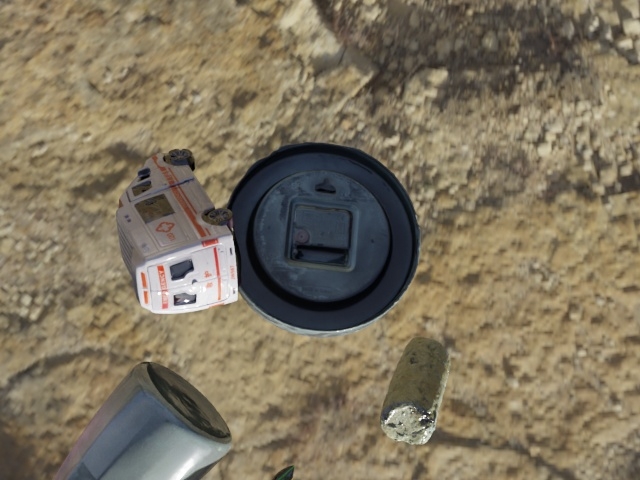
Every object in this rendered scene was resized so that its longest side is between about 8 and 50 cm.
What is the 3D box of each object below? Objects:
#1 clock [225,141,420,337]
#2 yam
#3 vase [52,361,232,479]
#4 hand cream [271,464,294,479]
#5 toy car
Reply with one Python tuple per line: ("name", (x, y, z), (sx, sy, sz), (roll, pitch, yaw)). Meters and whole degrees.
("clock", (0.000, 0.000, 1.345), (0.226, 0.226, 0.049), (20, 160, 0))
("yam", (0.133, 0.203, 1.635), (0.078, 0.179, 0.078), (8, 119, 14))
("vase", (-0.160, 0.187, 0.817), (0.086, 0.086, 0.214), (41, 96, -11))
("hand cream", (-0.045, 0.280, 1.265), (0.023, 0.036, 0.122), (38, 146, 25))
("toy car", (-0.154, -0.012, 1.194), (0.108, 0.210, 0.089), (-16, 126, -16))
